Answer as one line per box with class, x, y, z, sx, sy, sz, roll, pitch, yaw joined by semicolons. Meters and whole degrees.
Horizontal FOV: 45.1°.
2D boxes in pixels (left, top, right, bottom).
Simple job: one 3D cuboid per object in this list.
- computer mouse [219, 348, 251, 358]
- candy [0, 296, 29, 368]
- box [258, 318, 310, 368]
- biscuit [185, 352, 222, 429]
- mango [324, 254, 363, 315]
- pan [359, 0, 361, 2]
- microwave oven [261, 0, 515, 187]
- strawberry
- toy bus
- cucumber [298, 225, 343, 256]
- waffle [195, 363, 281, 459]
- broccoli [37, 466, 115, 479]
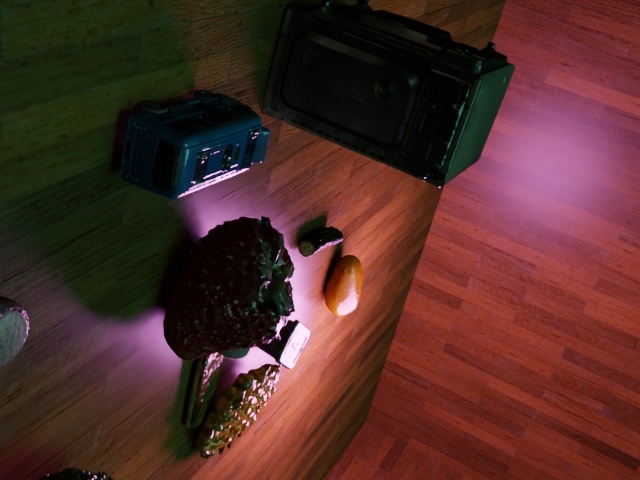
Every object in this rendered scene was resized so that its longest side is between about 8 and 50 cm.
computer mouse;-0.179;0.153;1.656;0.079;0.127;0.231;-41;150;-64
candy;-0.435;0.124;1.025;0.103;0.043;0.103;-52;156;-36
box;-0.105;0.265;2.063;0.124;0.092;0.172;-63;162;-12
biscuit;-0.269;0.334;1.796;0.118;0.029;0.247;-48;156;-59
mango;0.076;0.142;2.392;0.147;0.109;0.227;-45;152;-43
pan;0.085;-0.476;1.744;0.136;0.028;0.235;-37;147;-57
microwave oven;0.145;-0.315;1.524;0.333;0.394;0.247;-32;143;-61
strawberry;-0.174;0.095;1.492;0.261;0.257;0.261;-9;90;-73
toy bus;-0.193;-0.152;1.207;0.246;0.134;0.114;-32;143;-58
cucumber;-0.001;0.000;2.084;0.187;0.058;0.058;-23;135;-62
waffle;-0.209;0.426;1.966;0.329;0.062;0.329;-47;163;-20
broccoli;-0.418;0.537;1.192;0.413;0.309;0.321;-76;163;-46
